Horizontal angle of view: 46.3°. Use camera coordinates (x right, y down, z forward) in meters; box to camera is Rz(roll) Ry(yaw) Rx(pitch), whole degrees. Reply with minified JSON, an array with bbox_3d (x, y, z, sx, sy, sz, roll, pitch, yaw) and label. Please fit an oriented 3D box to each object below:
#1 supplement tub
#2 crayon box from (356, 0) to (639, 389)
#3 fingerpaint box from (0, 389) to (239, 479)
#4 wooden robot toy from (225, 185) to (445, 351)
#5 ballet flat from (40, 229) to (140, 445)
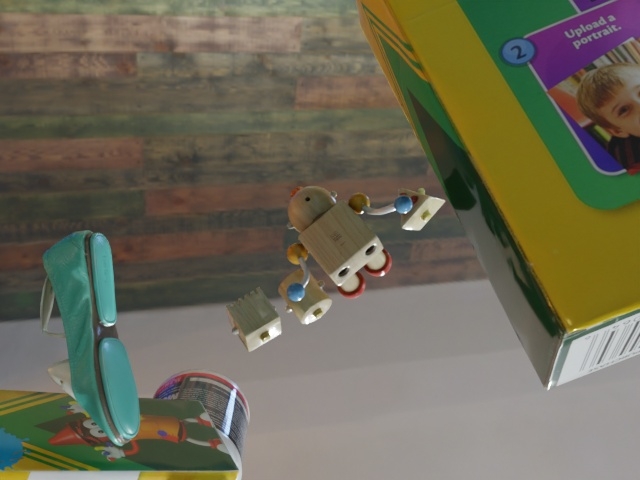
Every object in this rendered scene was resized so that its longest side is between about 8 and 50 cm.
[{"bbox_3d":[-0.229,0.368,1.326,0.191,0.191,0.272,5,-162,-2],"label":"supplement tub"},{"bbox_3d":[0.238,-0.126,0.466,0.362,0.106,0.313,-21,-119,0],"label":"crayon box"},{"bbox_3d":[-0.359,0.411,0.920,0.371,0.445,0.163,11,-161,-33],"label":"fingerpaint box"},{"bbox_3d":[0.000,0.000,0.534,0.173,0.076,0.079,-39,-115,-2],"label":"wooden robot toy"},{"bbox_3d":[-0.266,0.113,0.844,0.087,0.083,0.248,-16,-104,9],"label":"ballet flat"}]
